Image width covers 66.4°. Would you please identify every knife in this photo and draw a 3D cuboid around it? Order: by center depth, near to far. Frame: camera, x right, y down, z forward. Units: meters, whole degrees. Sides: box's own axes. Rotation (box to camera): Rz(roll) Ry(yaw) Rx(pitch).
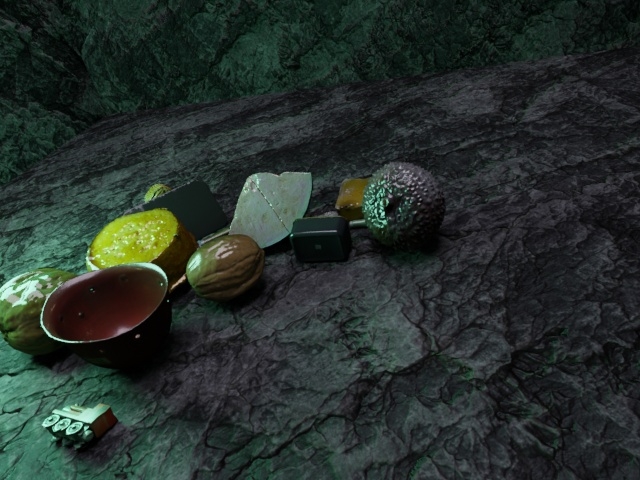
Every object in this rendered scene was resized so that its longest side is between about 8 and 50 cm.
[{"bbox_3d":[-0.488,0.021,1.942,0.343,0.027,0.061,-26,39,-17],"label":"knife"}]

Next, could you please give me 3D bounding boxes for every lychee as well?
[{"bbox_3d":[0.283,-0.118,1.621,0.300,0.300,0.300,-10,34,6],"label":"lychee"}]

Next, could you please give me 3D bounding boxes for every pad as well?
[{"bbox_3d":[-0.617,-0.107,2.033,0.375,0.315,0.063,-29,-8,-22],"label":"pad"}]

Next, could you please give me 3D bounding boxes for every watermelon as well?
[{"bbox_3d":[-0.180,-0.104,1.869,0.292,0.319,0.222,8,0,4],"label":"watermelon"}]

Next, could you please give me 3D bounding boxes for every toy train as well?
[{"bbox_3d":[-0.641,0.480,1.290,0.176,0.074,0.118,1,26,29],"label":"toy train"}]

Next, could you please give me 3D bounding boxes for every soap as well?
[{"bbox_3d":[0.141,-0.168,1.948,0.135,0.076,0.233,-2,34,15],"label":"soap"}]

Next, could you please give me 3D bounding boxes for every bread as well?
[{"bbox_3d":[-0.643,0.068,1.754,0.398,0.215,0.398,-7,44,7],"label":"bread"},{"bbox_3d":[-0.670,-0.161,2.128,0.114,0.190,0.132,23,75,48],"label":"bread"}]

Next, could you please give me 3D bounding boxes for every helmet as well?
[{"bbox_3d":[-0.602,0.250,1.460,0.385,0.230,0.337,1,37,20],"label":"helmet"}]

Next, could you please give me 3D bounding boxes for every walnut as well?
[{"bbox_3d":[-0.894,0.224,1.582,0.253,0.282,0.277,41,58,4],"label":"walnut"},{"bbox_3d":[-0.305,0.087,1.605,0.261,0.225,0.225,-24,35,-13],"label":"walnut"}]

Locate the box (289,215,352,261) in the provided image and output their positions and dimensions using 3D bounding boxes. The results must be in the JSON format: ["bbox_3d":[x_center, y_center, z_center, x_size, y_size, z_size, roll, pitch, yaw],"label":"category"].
[{"bbox_3d":[0.000,0.000,1.693,0.201,0.144,0.090,-2,39,15],"label":"box"}]

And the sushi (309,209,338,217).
[{"bbox_3d":[0.003,-0.050,1.821,0.150,0.078,0.090,-20,40,-11],"label":"sushi"}]

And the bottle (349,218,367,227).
[{"bbox_3d":[0.152,-0.064,1.831,0.083,0.030,0.030,-6,34,13],"label":"bottle"}]
